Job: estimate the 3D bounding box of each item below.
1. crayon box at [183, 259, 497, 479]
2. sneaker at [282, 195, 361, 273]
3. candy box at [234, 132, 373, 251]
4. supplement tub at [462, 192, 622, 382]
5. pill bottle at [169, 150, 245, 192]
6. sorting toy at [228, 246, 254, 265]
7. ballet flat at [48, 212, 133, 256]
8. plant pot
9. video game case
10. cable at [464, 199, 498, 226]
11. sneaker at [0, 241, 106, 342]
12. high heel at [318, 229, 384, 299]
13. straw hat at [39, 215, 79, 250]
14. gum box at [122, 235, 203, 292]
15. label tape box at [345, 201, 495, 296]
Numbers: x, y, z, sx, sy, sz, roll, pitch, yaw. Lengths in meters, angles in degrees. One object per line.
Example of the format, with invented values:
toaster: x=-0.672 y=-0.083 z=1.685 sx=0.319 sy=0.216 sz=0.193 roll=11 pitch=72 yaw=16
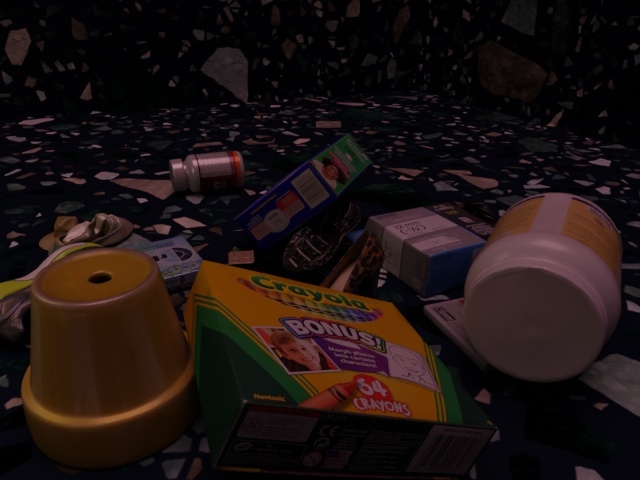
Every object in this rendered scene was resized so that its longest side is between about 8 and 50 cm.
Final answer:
crayon box: x=0.010 y=0.176 z=0.729 sx=0.363 sy=0.106 sz=0.313 roll=16 pitch=20 yaw=-27
sneaker: x=0.000 y=0.000 z=1.259 sx=0.100 sy=0.108 sz=0.271 roll=45 pitch=52 yaw=2
candy box: x=-0.035 y=-0.134 z=1.336 sx=0.268 sy=0.122 sz=0.317 roll=-33 pitch=10 yaw=31
supplement tub: x=0.396 y=0.070 z=0.905 sx=0.241 sy=0.241 sz=0.331 roll=15 pitch=29 yaw=25
pill bottle: x=-0.362 y=-0.217 z=1.628 sx=0.221 sy=0.121 sz=0.121 roll=-10 pitch=28 yaw=-21
sorting toy: x=-0.193 y=0.037 z=1.243 sx=0.062 sy=0.012 sz=0.083 roll=-7 pitch=30 yaw=-7
ballet flat: x=-0.553 y=-0.020 z=1.254 sx=0.086 sy=0.086 sz=0.248 roll=12 pitch=29 yaw=19
plant pot: x=-0.308 y=0.150 z=0.750 sx=0.254 sy=0.238 sz=0.254 roll=2 pitch=25 yaw=-1
video game case: x=0.332 y=0.171 z=0.998 sx=0.184 sy=0.023 sz=0.201 roll=-8 pitch=27 yaw=-20
cable: x=0.430 y=-0.032 z=1.290 sx=0.047 sy=0.184 sz=0.150 roll=-37 pitch=40 yaw=10
sneaker: x=-0.514 y=0.106 z=1.001 sx=0.121 sy=0.111 sz=0.300 roll=22 pitch=37 yaw=16
high heel: x=0.007 y=0.082 z=0.968 sx=0.261 sy=0.186 sz=0.093 roll=-15 pitch=31 yaw=-31
straw hat: x=-0.644 y=-0.032 z=1.298 sx=0.145 sy=0.061 sz=0.144 roll=2 pitch=26 yaw=-1
gum box: x=-0.358 y=0.056 z=1.160 sx=0.157 sy=0.041 sz=0.184 roll=-13 pitch=31 yaw=-29
label tape box: x=0.251 y=-0.012 z=1.264 sx=0.249 sy=0.115 sz=0.348 roll=-12 pitch=31 yaw=-26
